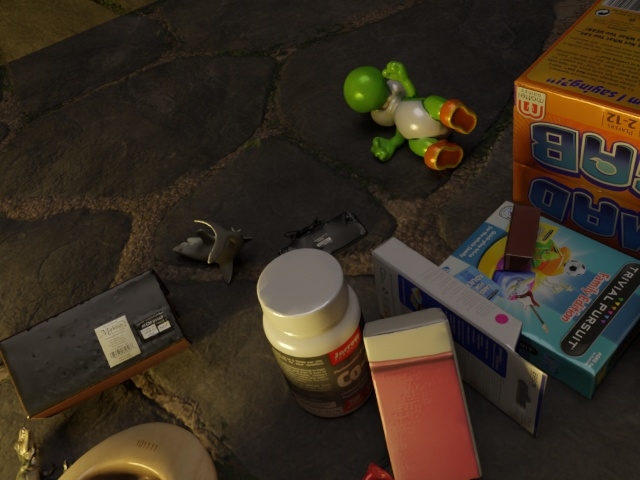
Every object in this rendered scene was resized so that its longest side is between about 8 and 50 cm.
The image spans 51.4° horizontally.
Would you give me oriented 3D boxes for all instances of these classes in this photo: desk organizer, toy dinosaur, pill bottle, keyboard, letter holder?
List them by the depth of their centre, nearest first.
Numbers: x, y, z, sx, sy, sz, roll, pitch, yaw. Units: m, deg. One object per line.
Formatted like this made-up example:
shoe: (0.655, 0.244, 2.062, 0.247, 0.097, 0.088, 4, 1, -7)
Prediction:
pill bottle: (-0.003, 0.157, 1.105, 0.161, 0.283, 0.161, -8, 46, 8)
toy dinosaur: (-0.483, 0.437, 1.129, 0.118, 0.064, 0.268, -24, 44, 13)
desk organizer: (0.368, -0.004, 1.213, 0.050, 0.047, 0.130, 8, 50, 19)
letter holder: (-0.415, 0.207, 1.286, 0.301, 0.214, 0.152, -26, 78, -11)
keyboard: (0.000, 0.000, 1.442, 0.192, 0.038, 0.100, -30, 70, -14)

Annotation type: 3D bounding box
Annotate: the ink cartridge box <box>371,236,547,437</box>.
ink cartridge box: (0.235, 0.153, 1.118, 0.069, 0.176, 0.371, -32, 47, -21)

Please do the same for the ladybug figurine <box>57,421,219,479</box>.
ladybug figurine: (-0.297, 0.488, 0.955, 0.305, 0.162, 0.449, 9, 50, 22)

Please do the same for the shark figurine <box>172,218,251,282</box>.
shark figurine: (-0.202, 0.030, 1.393, 0.166, 0.278, 0.116, 1, 82, -23)

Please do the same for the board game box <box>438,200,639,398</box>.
board game box: (0.405, 0.088, 1.203, 0.336, 0.079, 0.253, 31, 61, 36)

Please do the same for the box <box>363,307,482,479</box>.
box: (0.150, 0.233, 1.006, 0.126, 0.148, 0.233, -13, 90, 5)

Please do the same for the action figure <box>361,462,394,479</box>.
action figure: (0.038, 0.466, 0.932, 0.139, 0.091, 0.280, 23, 56, 43)

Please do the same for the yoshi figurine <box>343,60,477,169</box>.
yoshi figurine: (0.179, -0.310, 1.572, 0.203, 0.203, 0.362, -38, 46, -12)

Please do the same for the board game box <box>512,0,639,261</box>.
board game box: (0.604, -0.194, 1.222, 0.356, 0.356, 0.356, 28, 60, 35)
